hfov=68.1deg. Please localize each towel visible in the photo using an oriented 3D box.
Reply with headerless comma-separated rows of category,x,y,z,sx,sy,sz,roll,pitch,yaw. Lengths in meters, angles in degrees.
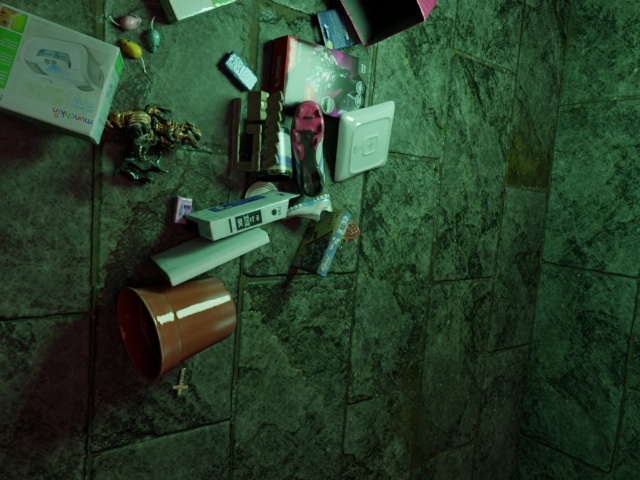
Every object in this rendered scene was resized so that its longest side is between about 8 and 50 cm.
towel,-0.257,-0.540,1.516,0.119,0.029,0.067,44,71,-32

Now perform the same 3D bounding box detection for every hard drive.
hard drive,-0.333,0.028,1.419,0.307,0.203,0.040,-25,117,-26

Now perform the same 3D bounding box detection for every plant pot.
plant pot,-0.410,0.234,1.390,0.265,0.272,0.273,-16,106,-43

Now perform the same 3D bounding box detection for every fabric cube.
fabric cube,0.244,-0.891,1.664,0.259,0.254,0.258,55,48,-29

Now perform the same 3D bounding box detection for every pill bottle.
pill bottle,-0.158,-0.309,1.558,0.122,0.122,0.219,0,83,-37

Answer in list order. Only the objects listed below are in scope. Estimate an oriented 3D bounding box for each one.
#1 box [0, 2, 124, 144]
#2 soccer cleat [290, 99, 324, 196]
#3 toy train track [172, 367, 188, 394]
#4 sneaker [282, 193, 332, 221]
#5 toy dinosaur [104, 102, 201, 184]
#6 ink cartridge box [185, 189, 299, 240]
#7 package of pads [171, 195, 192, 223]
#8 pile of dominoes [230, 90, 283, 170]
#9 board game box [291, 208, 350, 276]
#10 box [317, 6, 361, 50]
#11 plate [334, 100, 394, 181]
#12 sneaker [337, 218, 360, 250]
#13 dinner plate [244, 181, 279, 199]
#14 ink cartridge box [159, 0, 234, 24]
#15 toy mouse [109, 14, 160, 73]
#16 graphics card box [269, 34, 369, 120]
box,-0.644,-0.387,1.140,0.261,0.126,0.231,18,86,-17
soccer cleat,-0.048,-0.316,1.644,0.115,0.143,0.332,-5,109,-8
toy train track,-0.452,0.456,1.534,0.048,0.014,0.083,11,84,-31
sneaker,-0.045,-0.098,1.678,0.190,0.071,0.083,-21,91,-2
toy dinosaur,-0.500,-0.283,1.327,0.321,0.164,0.219,0,83,-13
ink cartridge box,-0.236,-0.086,1.491,0.332,0.165,0.065,-22,113,-35
package of pads,-0.425,-0.093,1.456,0.050,0.032,0.083,7,93,-38
pile of dominoes,-0.196,-0.343,1.503,0.040,0.195,0.251,-7,102,-58
board game box,0.000,0.000,1.712,0.042,0.165,0.243,30,79,-37
box,0.081,-0.777,1.733,0.225,0.036,0.137,-29,113,-32
plate,0.177,-0.369,1.799,0.278,0.045,0.277,-23,135,-33
sneaker,0.070,-0.013,1.823,0.225,0.092,0.088,-33,87,-44
dinner plate,-0.202,-0.133,1.630,0.141,0.017,0.141,-6,101,-36
ink cartridge box,-0.365,-0.721,1.385,0.209,0.062,0.109,-35,117,-28
toy mouse,-0.500,-0.581,1.323,0.161,0.031,0.143,46,70,-33
graphics card box,0.001,-0.554,1.671,0.370,0.094,0.233,1,97,-39
